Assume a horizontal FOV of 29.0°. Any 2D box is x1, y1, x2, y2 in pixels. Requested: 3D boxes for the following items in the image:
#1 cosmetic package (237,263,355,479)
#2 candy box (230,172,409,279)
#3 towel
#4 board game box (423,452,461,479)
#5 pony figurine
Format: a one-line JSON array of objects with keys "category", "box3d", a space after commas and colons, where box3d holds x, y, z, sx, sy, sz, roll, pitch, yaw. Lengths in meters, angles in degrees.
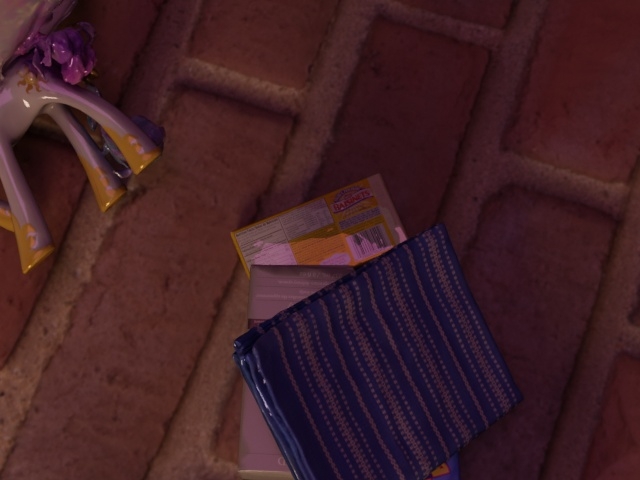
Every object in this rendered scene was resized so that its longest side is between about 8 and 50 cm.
[{"category": "cosmetic package", "box3d": [-0.024, 0.154, 1.397, 0.127, 0.107, 0.238, 1, 70, 1]}, {"category": "candy box", "box3d": [0.000, 0.000, 1.562, 0.206, 0.027, 0.105, -22, 71, -2]}, {"category": "towel", "box3d": [0.075, 0.147, 1.355, 0.336, 0.040, 0.243, -30, 97, -37]}, {"category": "board game box", "box3d": [0.048, 0.293, 1.444, 0.233, 0.078, 0.347, -4, 73, 3]}, {"category": "pony figurine", "box3d": [-0.369, -0.195, 1.544, 0.351, 0.303, 0.363, -42, 92, -5]}]
